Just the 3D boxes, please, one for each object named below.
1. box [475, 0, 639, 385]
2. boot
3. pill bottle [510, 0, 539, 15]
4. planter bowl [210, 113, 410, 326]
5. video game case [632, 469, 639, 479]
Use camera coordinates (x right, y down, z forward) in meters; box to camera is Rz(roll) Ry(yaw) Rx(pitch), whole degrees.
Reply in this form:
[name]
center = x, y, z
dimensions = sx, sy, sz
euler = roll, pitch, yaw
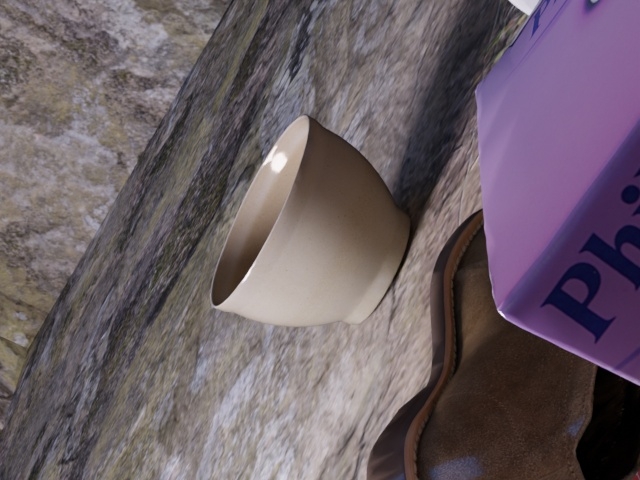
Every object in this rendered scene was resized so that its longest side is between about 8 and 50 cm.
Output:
[box]
center = 0.195, -0.040, 0.454
dimensions = 0.213, 0.243, 0.117
euler = -57, 14, 28
[boot]
center = 0.116, 0.056, 0.940
dimensions = 0.115, 0.112, 0.305
euler = -31, 16, 25
[pill bottle]
center = 0.167, -0.241, 1.235
dimensions = 0.121, 0.121, 0.221
euler = -55, 16, 35
[planter bowl]
center = 0.000, 0.000, 1.465
dimensions = 0.162, 0.109, 0.162
euler = -58, 15, 24
[video game case]
center = 0.117, 0.221, 0.758
dimensions = 0.204, 0.025, 0.285
euler = -61, 13, 17
